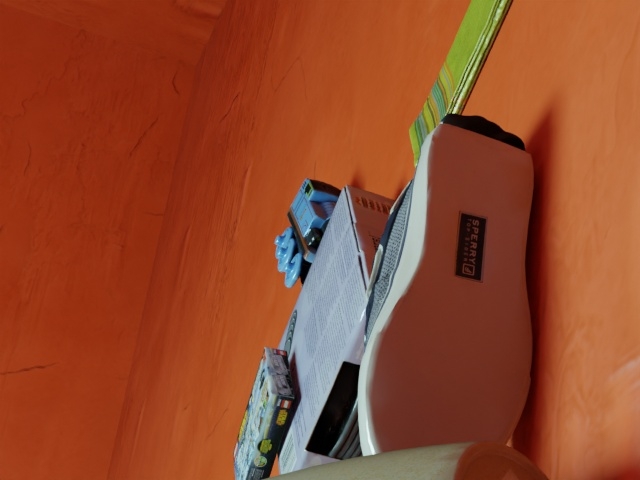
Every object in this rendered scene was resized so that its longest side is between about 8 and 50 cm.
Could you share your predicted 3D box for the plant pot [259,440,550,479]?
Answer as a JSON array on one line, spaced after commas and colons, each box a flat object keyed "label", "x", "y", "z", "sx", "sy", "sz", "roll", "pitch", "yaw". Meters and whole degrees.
[{"label": "plant pot", "x": 0.027, "y": 0.240, "z": 0.929, "sx": 0.274, "sy": 0.256, "sz": 0.256, "roll": -37, "pitch": 33, "yaw": 32}]

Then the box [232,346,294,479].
[{"label": "box", "x": -0.060, "y": 0.192, "z": 1.506, "sx": 0.094, "sy": 0.027, "sz": 0.137, "roll": -104, "pitch": 28, "yaw": -62}]

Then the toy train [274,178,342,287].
[{"label": "toy train", "x": 0.000, "y": 0.000, "z": 1.678, "sx": 0.105, "sy": 0.080, "sz": 0.184, "roll": -64, "pitch": 15, "yaw": 13}]

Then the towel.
[{"label": "towel", "x": 0.141, "y": -0.189, "z": 1.443, "sx": 0.102, "sy": 0.021, "sz": 0.237, "roll": -99, "pitch": 28, "yaw": -60}]

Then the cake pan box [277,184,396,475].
[{"label": "cake pan box", "x": 0.021, "y": 0.107, "z": 1.478, "sx": 0.267, "sy": 0.070, "sz": 0.246, "roll": -101, "pitch": 28, "yaw": -64}]

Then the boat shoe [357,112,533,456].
[{"label": "boat shoe", "x": 0.090, "y": 0.075, "z": 1.150, "sx": 0.158, "sy": 0.127, "sz": 0.341, "roll": 114, "pitch": 175, "yaw": -55}]
